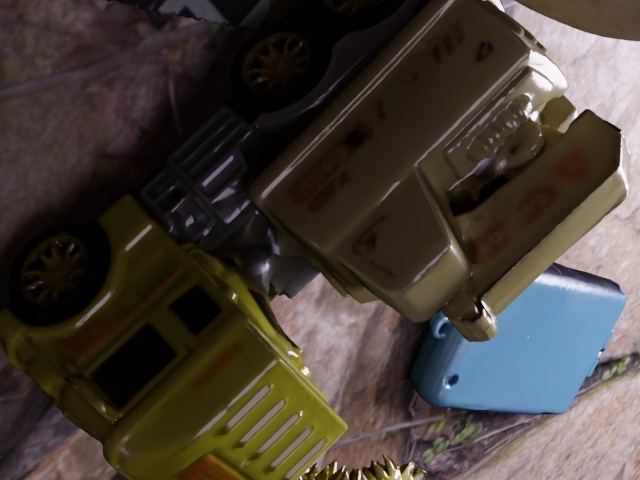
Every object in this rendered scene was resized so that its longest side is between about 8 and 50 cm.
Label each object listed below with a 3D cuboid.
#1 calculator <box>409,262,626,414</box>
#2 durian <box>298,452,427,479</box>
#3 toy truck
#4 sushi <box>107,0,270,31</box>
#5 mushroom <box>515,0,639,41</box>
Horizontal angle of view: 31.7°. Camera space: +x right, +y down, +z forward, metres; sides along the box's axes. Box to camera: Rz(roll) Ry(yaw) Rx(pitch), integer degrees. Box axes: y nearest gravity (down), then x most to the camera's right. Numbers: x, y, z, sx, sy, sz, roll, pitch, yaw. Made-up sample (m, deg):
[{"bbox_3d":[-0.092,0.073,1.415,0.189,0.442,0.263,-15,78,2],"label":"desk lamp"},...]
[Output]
[{"bbox_3d":[0.205,0.101,1.142,0.293,0.051,0.173,12,110,-45],"label":"calculator"},{"bbox_3d":[-0.049,0.274,0.929,0.306,0.166,0.172,-46,163,1],"label":"durian"},{"bbox_3d":[0.000,0.000,0.751,0.405,0.254,0.180,-43,142,-5],"label":"toy truck"},{"bbox_3d":[-0.082,-0.263,0.633,0.292,0.059,0.294,6,114,-43],"label":"sushi"},{"bbox_3d":[0.214,-0.298,0.742,0.290,0.293,0.292,-59,148,-39],"label":"mushroom"}]
